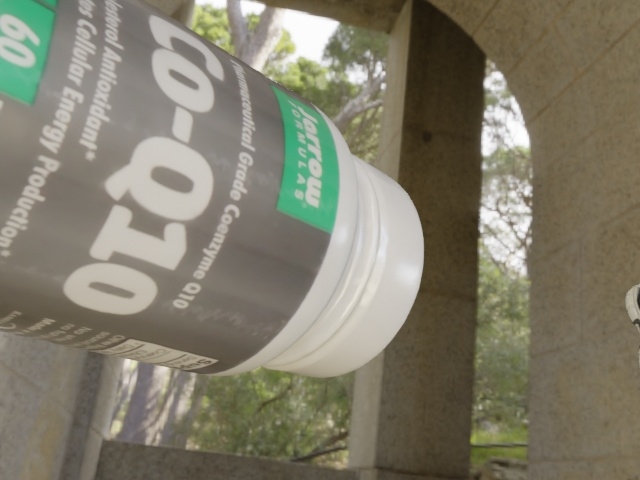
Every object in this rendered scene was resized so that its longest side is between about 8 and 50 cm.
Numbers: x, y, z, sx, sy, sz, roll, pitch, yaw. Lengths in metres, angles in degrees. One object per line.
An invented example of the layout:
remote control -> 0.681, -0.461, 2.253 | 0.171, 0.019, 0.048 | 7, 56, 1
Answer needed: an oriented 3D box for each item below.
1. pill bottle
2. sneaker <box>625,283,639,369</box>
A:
pill bottle -> -0.108, -0.029, 0.448 | 0.204, 0.204, 0.361 | -11, -24, 42
sneaker -> 0.214, 0.055, 0.431 | 0.040, 0.109, 0.044 | 9, -48, -6
